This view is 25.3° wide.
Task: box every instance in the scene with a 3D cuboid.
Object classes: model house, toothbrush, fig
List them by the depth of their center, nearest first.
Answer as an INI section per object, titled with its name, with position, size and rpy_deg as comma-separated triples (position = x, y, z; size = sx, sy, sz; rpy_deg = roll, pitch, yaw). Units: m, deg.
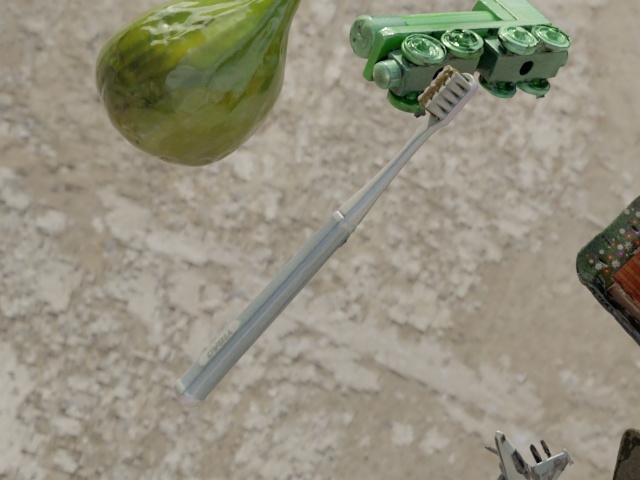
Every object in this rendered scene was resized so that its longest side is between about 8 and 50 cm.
[toothbrush]
position = 0.001, 0.001, 1.104
size = 0.030, 0.342, 0.025
rpy_deg = 32, 13, -42
[fig]
position = -0.153, -0.227, 1.814
size = 0.233, 0.314, 0.233
rpy_deg = 13, 60, -23
[model house]
position = 0.510, 0.057, 1.888
size = 0.207, 0.154, 0.294
rpy_deg = -42, 83, -15

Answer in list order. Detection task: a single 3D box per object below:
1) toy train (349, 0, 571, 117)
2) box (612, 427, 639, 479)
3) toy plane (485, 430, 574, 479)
[toy train]
position = 0.141, -0.195, 1.438
size = 0.251, 0.085, 0.119
rpy_deg = -9, 45, -36
[box]
position = 0.448, 0.320, 1.542
size = 0.143, 0.184, 0.273
rpy_deg = 8, 5, -32
[toy plane]
position = 0.237, 0.290, 1.677
size = 0.160, 0.082, 0.234
rpy_deg = -51, 122, -22
